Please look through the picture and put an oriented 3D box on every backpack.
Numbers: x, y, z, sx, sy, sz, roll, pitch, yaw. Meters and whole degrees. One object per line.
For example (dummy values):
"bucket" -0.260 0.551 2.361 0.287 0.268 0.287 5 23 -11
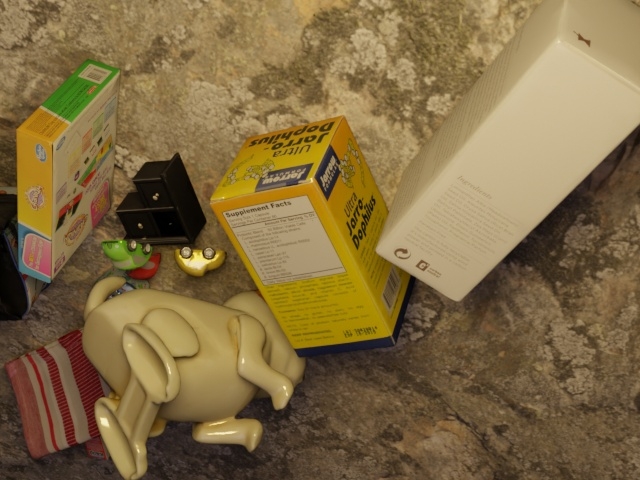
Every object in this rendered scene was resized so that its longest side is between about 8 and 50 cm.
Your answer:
"backpack" -0.407 0.112 1.957 0.105 0.084 0.114 38 128 -16
"backpack" -0.656 0.026 1.894 0.277 0.213 0.263 5 121 21

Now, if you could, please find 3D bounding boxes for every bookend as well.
"bookend" -0.314 -0.073 1.777 0.156 0.072 0.157 -2 127 22

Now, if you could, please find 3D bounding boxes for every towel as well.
"towel" -0.572 0.340 2.152 0.329 0.037 0.237 -24 81 34

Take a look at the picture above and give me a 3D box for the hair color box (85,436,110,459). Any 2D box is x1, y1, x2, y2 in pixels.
"hair color box" -0.513 0.418 2.243 0.053 0.093 0.167 9 131 14

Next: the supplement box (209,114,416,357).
"supplement box" 0.000 0.000 1.640 0.194 0.195 0.356 -10 125 26

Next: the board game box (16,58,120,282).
"board game box" -0.435 -0.118 1.671 0.064 0.242 0.316 20 132 5

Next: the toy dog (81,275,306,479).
"toy dog" -0.209 0.217 1.774 0.395 0.408 0.284 41 124 39

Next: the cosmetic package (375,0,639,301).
"cosmetic package" 0.278 -0.142 1.399 0.161 0.230 0.453 31 133 -7

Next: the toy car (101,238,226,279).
"toy car" -0.320 0.037 1.785 0.239 0.053 0.225 -4 170 28
